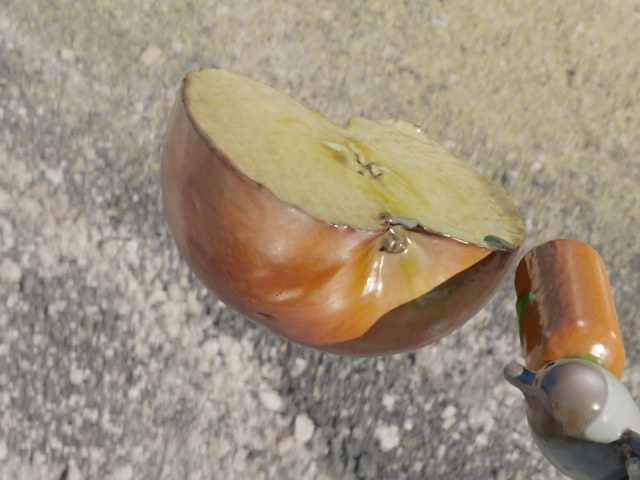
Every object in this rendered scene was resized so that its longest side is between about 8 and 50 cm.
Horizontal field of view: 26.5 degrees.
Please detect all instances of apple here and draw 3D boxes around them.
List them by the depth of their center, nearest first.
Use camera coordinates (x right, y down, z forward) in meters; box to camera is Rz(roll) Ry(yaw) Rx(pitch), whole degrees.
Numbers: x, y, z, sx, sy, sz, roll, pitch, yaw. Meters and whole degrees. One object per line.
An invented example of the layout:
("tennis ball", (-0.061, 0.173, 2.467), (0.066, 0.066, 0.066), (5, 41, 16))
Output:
("apple", (0.000, 0.000, 1.061), (0.292, 0.163, 0.251), (13, 27, -25))

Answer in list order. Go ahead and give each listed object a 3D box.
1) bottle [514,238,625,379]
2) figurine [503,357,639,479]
("bottle", (0.168, 0.072, 0.903), (0.069, 0.069, 0.187), (11, 31, -4))
("figurine", (0.151, 0.123, 0.524), (0.205, 0.260, 0.103), (24, 73, 8))
